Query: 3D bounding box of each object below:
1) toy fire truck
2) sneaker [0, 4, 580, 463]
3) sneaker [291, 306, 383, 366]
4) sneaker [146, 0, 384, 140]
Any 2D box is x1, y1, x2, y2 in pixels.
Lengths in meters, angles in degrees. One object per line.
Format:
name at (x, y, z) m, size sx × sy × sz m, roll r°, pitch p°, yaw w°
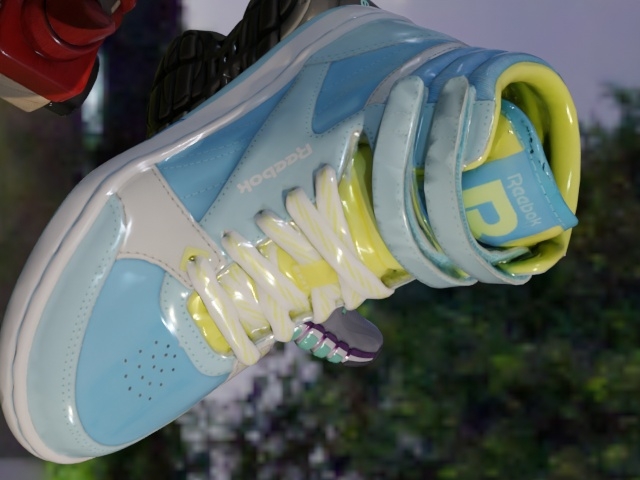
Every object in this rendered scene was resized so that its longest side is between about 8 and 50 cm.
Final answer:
toy fire truck at (-0.162, -0.225, 1.305) m, size 0.246 × 0.158 × 0.217 m, roll -15°, pitch -128°, yaw 52°
sneaker at (0.000, 0.000, 0.915) m, size 0.208 × 0.319 × 0.127 m, roll 14°, pitch -37°, yaw 47°
sneaker at (-0.012, 0.039, 1.685) m, size 0.098 × 0.223 × 0.083 m, roll -56°, pitch -143°, yaw 12°
sneaker at (-0.041, -0.119, 1.413) m, size 0.267 × 0.106 × 0.101 m, roll -24°, pitch -124°, yaw 52°
